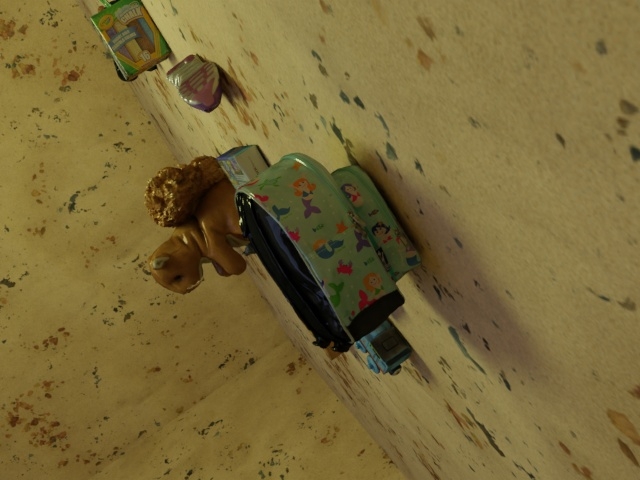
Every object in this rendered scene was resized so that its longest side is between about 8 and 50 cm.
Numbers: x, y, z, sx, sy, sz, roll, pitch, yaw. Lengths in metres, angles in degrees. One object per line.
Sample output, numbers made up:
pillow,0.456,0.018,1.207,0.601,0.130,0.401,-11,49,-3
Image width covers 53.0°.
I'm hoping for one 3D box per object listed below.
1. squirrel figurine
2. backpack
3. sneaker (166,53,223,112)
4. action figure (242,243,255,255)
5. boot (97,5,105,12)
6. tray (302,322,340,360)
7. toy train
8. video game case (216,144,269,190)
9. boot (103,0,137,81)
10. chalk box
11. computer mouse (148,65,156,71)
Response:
squirrel figurine,-0.380,-0.045,1.934,0.397,0.370,0.281,59,169,-15
backpack,0.000,0.000,0.884,0.253,0.191,0.225,50,167,-6
sneaker,-0.243,-0.310,1.334,0.104,0.095,0.236,55,176,-34
action figure,-0.308,-0.066,2.197,0.275,0.141,0.164,45,-177,-46
boot,-0.700,-0.706,2.209,0.152,0.073,0.197,44,152,44
tray,-0.039,0.161,1.851,0.203,0.076,0.411,48,166,39
toy train,0.106,0.186,1.291,0.184,0.080,0.105,54,160,20
video game case,-0.142,-0.109,1.534,0.244,0.061,0.269,58,169,-15
boot,-0.603,-0.626,1.925,0.207,0.094,0.247,-117,21,-46
chalk box,-0.501,-0.542,1.654,0.213,0.132,0.132,60,170,-16
computer mouse,-0.546,-0.576,1.987,0.071,0.041,0.242,57,169,-3
